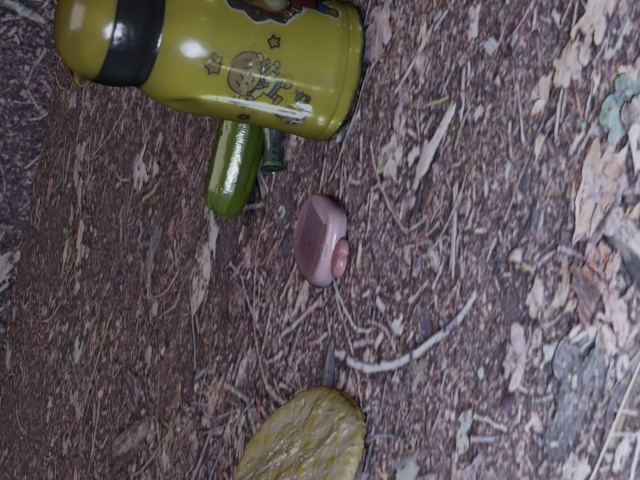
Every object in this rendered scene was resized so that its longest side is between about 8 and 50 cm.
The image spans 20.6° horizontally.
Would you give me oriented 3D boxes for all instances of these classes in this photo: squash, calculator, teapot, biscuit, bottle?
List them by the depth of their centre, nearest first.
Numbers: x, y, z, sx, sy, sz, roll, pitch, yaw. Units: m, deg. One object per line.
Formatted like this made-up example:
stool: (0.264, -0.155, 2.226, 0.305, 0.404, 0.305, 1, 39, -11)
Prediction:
biscuit: (-0.030, 0.251, 1.894, 0.220, 0.033, 0.219, -37, 34, 31)
calculator: (0.000, 0.000, 2.049, 0.166, 0.024, 0.103, -135, 59, -67)
bottle: (-0.135, -0.229, 2.053, 0.171, 0.351, 0.171, -170, 90, -69)
teapot: (-0.060, -0.140, 2.264, 0.043, 0.043, 0.110, 150, 123, -64)
squash: (-0.105, -0.141, 2.340, 0.069, 0.069, 0.238, -157, 80, -70)
